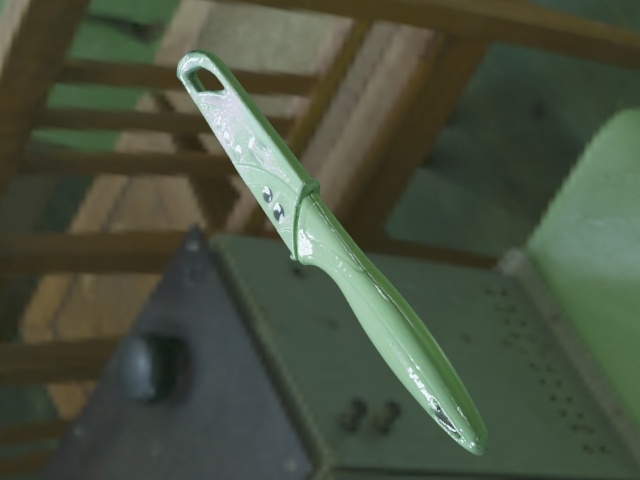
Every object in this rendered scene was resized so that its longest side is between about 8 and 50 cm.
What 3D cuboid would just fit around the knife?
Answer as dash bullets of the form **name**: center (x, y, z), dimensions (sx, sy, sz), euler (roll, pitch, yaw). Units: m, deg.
- **knife**: center (0.000, 0.000, 0.638), dimensions (0.207, 0.014, 0.030), euler (54, 137, 31)
